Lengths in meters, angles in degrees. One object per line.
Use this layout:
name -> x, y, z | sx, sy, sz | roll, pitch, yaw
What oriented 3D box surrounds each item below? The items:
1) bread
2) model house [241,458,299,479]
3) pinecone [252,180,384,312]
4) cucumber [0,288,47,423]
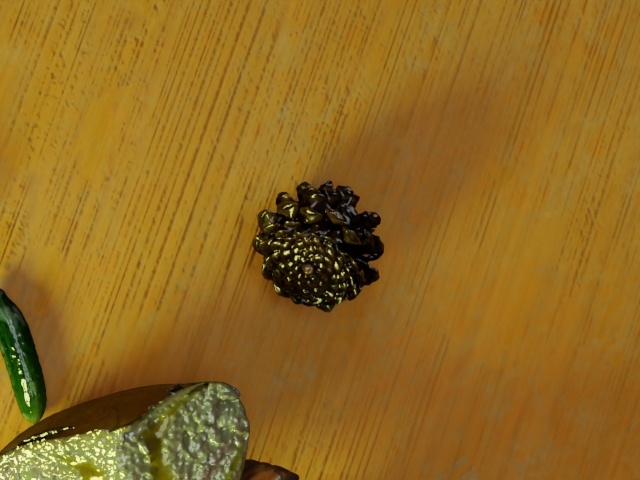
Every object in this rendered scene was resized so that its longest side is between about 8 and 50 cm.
bread -> -0.190, 0.226, 1.662 | 0.260, 0.156, 0.158 | -14, 100, 12
model house -> -0.014, 0.388, 1.699 | 0.295, 0.251, 0.329 | -38, 75, 10
pinecone -> 0.002, 0.001, 1.743 | 0.140, 0.140, 0.121 | 46, 46, -10
cucumber -> -0.304, 0.110, 1.696 | 0.037, 0.037, 0.155 | -19, 94, -15
